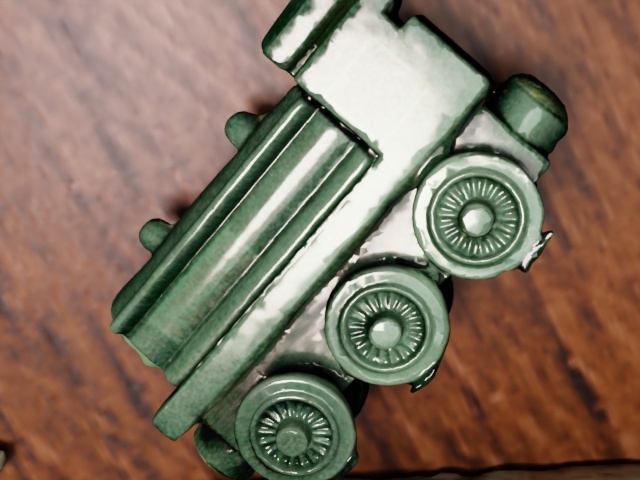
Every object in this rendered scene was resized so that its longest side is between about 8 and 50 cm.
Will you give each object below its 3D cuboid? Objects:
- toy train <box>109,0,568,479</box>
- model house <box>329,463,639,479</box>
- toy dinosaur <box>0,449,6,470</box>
[{"bbox_3d":[0.000,0.000,0.360,0.111,0.071,0.170,41,105,0],"label":"toy train"},{"bbox_3d":[0.062,0.256,0.306,0.245,0.312,0.280,-3,104,0],"label":"model house"},{"bbox_3d":[-0.141,0.192,0.426,0.142,0.057,0.212,35,103,4],"label":"toy dinosaur"}]
